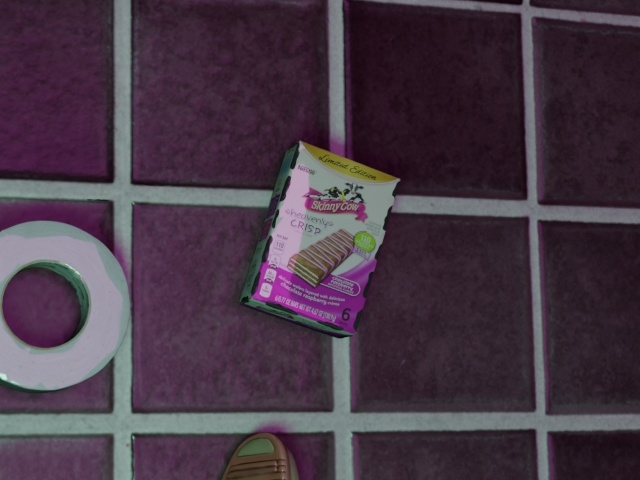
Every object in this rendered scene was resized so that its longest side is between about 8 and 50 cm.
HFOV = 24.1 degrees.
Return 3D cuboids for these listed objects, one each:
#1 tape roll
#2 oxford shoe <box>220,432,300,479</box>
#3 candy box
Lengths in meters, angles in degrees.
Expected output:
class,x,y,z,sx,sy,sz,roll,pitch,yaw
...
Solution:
class,x,y,z,sx,sy,sz,roll,pitch,yaw
tape roll,-0.359,0.086,1.936,0.219,0.072,0.219,3,80,-19
oxford shoe,-0.059,0.455,1.974,0.146,0.140,0.397,17,69,-47
candy box,0.000,0.000,2.069,0.159,0.071,0.233,19,76,-14
